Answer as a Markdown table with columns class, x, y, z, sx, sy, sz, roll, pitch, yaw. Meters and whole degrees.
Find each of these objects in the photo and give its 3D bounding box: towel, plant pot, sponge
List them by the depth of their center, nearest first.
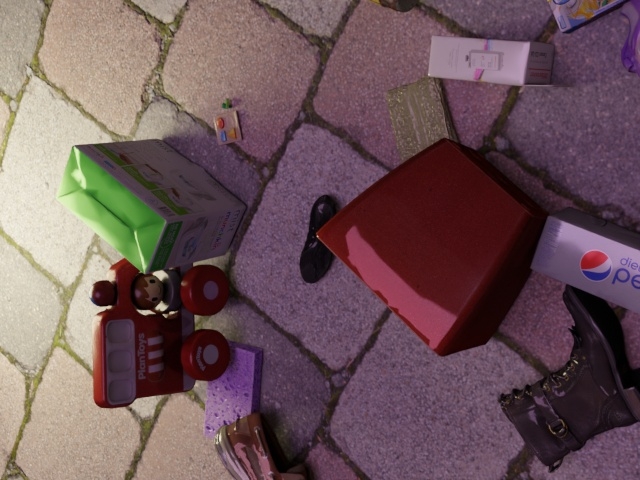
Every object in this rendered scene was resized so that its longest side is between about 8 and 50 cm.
| class | x | y | z | sx | sy | sz | roll | pitch | yaw |
| --- | --- | --- | --- | --- | --- | --- | --- | --- | --- |
| plant pot | 0.204 | -0.006 | 1.460 | 0.267 | 0.267 | 0.235 | 45 | 106 | 19 |
| towel | 0.169 | -0.193 | 1.572 | 0.110 | 0.027 | 0.148 | -16 | 91 | 35 |
| sponge | -0.175 | 0.305 | 1.885 | 0.117 | 0.031 | 0.210 | 12 | 105 | 31 |

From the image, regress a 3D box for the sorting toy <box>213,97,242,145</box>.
| class | x | y | z | sx | sy | sz | roll | pitch | yaw |
| --- | --- | --- | --- | --- | --- | --- | --- | --- | --- |
| sorting toy | -0.182 | -0.227 | 1.806 | 0.062 | 0.012 | 0.083 | -9 | 94 | 35 |

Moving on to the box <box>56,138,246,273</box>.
| class | x | y | z | sx | sy | sz | roll | pitch | yaw |
| --- | --- | --- | --- | --- | --- | --- | --- | --- | --- |
| box | -0.317 | -0.076 | 1.790 | 0.262 | 0.231 | 0.126 | 36 | 116 | 23 |

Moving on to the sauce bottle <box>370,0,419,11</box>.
| class | x | y | z | sx | sy | sz | roll | pitch | yaw |
| --- | --- | --- | --- | --- | --- | --- | --- | --- | --- |
| sauce bottle | 0.016 | -0.486 | 1.569 | 0.344 | 0.111 | 0.111 | 30 | 114 | 24 |

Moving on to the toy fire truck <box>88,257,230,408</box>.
| class | x | y | z | sx | sy | sz | roll | pitch | yaw |
| --- | --- | --- | --- | --- | --- | --- | --- | --- | --- |
| toy fire truck | -0.320 | 0.156 | 1.797 | 0.169 | 0.254 | 0.302 | -2 | 89 | 43 |

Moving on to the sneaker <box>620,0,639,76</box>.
| class | x | y | z | sx | sy | sz | roll | pitch | yaw |
| --- | --- | --- | --- | --- | --- | --- | --- | --- | --- |
| sneaker | 0.478 | -0.247 | 1.327 | 0.105 | 0.095 | 0.236 | -9 | 89 | 41 |

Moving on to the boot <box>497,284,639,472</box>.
| class | x | y | z | sx | sy | sz | roll | pitch | yaw |
| --- | --- | --- | --- | --- | --- | --- | --- | --- | --- |
| boot | 0.373 | 0.217 | 1.472 | 0.229 | 0.091 | 0.263 | -31 | 83 | 33 |

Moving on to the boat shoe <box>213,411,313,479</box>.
| class | x | y | z | sx | sy | sz | roll | pitch | yaw |
| --- | --- | --- | --- | --- | --- | --- | --- | --- | --- |
| boat shoe | -0.072 | 0.472 | 1.796 | 0.116 | 0.123 | 0.324 | -35 | 88 | 8 |

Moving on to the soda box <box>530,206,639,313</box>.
| class | x | y | z | sx | sy | sz | roll | pitch | yaw |
| --- | --- | --- | --- | --- | --- | --- | --- | --- | --- |
| soda box | 0.463 | 0.046 | 1.378 | 0.286 | 0.098 | 0.091 | 25 | 112 | 28 |

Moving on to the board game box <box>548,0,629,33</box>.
| class | x | y | z | sx | sy | sz | roll | pitch | yaw |
| --- | --- | --- | --- | --- | --- | --- | --- | --- | --- |
| board game box | 0.381 | -0.425 | 1.386 | 0.136 | 0.035 | 0.201 | -25 | 85 | 34 |

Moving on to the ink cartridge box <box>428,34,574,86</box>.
| class | x | y | z | sx | sy | sz | roll | pitch | yaw |
| --- | --- | --- | --- | --- | --- | --- | --- | --- | --- |
| ink cartridge box | 0.278 | -0.271 | 1.433 | 0.198 | 0.115 | 0.067 | 12 | 105 | 30 |

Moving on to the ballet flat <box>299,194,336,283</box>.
| class | x | y | z | sx | sy | sz | roll | pitch | yaw |
| --- | --- | --- | --- | --- | --- | --- | --- | --- | --- |
| ballet flat | 0.000 | 0.000 | 1.717 | 0.057 | 0.049 | 0.173 | 14 | 113 | 2 |
